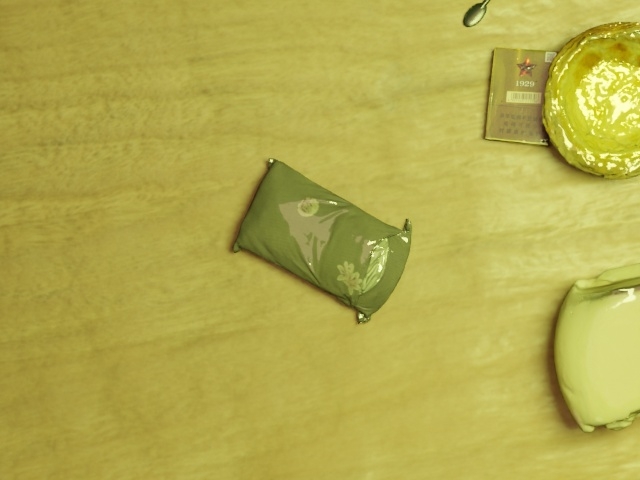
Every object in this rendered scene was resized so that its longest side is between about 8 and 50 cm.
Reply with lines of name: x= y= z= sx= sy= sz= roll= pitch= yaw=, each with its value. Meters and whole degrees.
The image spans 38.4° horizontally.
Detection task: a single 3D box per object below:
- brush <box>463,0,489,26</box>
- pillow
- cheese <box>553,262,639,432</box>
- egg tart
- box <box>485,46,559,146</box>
brush: x=0.234 y=-0.338 z=1.311 sx=0.024 sy=0.008 sz=0.083 roll=42 pitch=96 yaw=12
pillow: x=0.000 y=0.000 z=1.328 sx=0.255 sy=0.059 sz=0.169 roll=27 pitch=97 yaw=11
cheese: x=0.440 y=0.146 z=1.196 sx=0.266 sy=0.127 sz=0.233 roll=-15 pitch=88 yaw=14
egg tart: x=0.399 y=-0.187 z=1.231 sx=0.213 sy=0.090 sz=0.212 roll=0 pitch=89 yaw=13
box: x=0.282 y=-0.202 z=1.290 sx=0.090 sy=0.023 sz=0.133 roll=6 pitch=90 yaw=11
